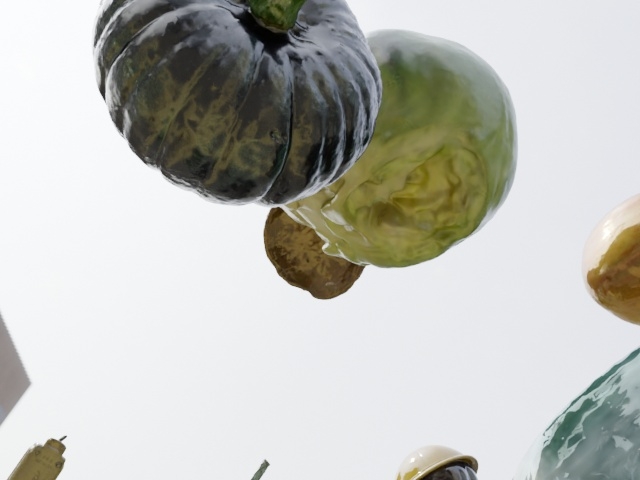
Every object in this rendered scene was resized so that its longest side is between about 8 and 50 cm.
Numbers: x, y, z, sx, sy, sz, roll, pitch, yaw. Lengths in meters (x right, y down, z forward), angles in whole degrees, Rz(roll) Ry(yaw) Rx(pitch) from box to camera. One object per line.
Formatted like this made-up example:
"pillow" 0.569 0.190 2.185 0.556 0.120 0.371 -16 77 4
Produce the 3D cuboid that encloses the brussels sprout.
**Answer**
"brussels sprout" 0.087 -0.127 0.816 0.344 0.344 0.268 2 -29 17

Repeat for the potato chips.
"potato chips" 0.000 -0.001 1.041 0.195 0.062 0.208 -16 -67 24

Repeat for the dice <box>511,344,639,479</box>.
"dice" 0.395 0.272 0.523 0.348 0.330 0.328 -41 -46 7

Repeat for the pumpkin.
"pumpkin" -0.052 -0.111 0.402 0.194 0.194 0.150 12 -55 9

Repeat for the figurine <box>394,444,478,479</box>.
"figurine" 0.220 0.511 1.138 0.167 0.256 0.192 -10 -37 13

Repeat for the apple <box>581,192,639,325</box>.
"apple" 0.448 0.028 0.818 0.199 0.199 0.199 10 -48 11

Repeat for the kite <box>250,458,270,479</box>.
"kite" -0.157 0.492 1.078 0.012 0.250 0.229 -12 -55 41

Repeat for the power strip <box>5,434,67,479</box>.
"power strip" -0.492 0.438 0.950 0.064 0.305 0.044 37 -27 -16
